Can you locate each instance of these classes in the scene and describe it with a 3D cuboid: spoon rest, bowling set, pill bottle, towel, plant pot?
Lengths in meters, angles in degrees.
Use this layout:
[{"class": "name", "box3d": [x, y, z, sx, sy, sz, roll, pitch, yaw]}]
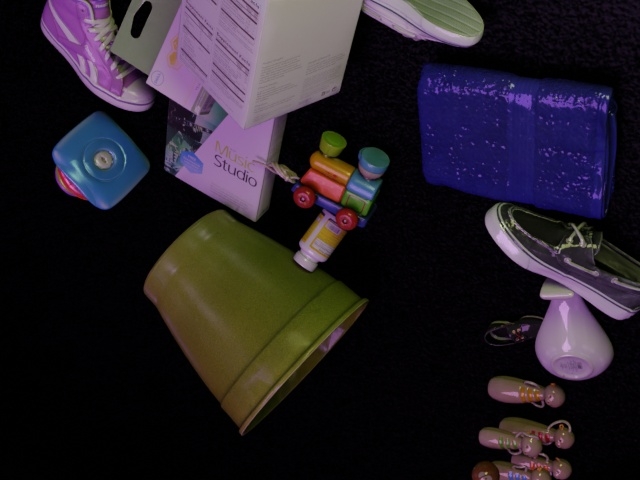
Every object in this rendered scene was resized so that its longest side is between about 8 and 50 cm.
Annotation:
[{"class": "spoon rest", "box3d": [0.436, 0.152, 1.682, 0.137, 0.084, 0.276, -2, 138, 22]}, {"class": "bowling set", "box3d": [0.400, 0.424, 1.876, 0.154, 0.200, 0.287, 3, 132, 35]}, {"class": "pill bottle", "box3d": [0.000, 0.000, 1.845, 0.065, 0.065, 0.116, 37, 97, 4]}, {"class": "towel", "box3d": [0.305, -0.163, 1.494, 0.308, 0.076, 0.228, 14, 131, 27]}, {"class": "plant pot", "box3d": [-0.153, 0.135, 1.939, 0.353, 0.366, 0.366, 43, 142, 8]}]

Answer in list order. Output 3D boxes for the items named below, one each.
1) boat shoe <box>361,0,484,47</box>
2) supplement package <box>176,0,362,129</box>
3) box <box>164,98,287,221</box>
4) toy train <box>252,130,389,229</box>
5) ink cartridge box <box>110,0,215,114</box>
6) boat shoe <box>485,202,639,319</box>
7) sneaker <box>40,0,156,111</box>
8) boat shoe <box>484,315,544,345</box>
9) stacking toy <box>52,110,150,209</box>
[{"class": "boat shoe", "box3d": [0.148, -0.343, 1.452, 0.226, 0.083, 0.076, 38, 153, 22]}, {"class": "supplement package", "box3d": [-0.079, -0.353, 1.477, 0.198, 0.199, 0.263, 47, 145, 25]}, {"class": "box", "box3d": [-0.186, -0.208, 1.850, 0.232, 0.058, 0.322, 29, 138, 13]}, {"class": "toy train", "box3d": [-0.001, -0.138, 1.731, 0.248, 0.105, 0.143, 28, 129, 7]}, {"class": "ink cartridge box", "box3d": [-0.265, -0.354, 1.714, 0.235, 0.056, 0.171, 32, 108, 10]}, {"class": "boat shoe", "box3d": [0.408, 0.016, 1.539, 0.301, 0.108, 0.102, 33, 134, -5]}, {"class": "sneaker", "box3d": [-0.414, -0.380, 1.839, 0.282, 0.102, 0.161, 42, 138, -2]}, {"class": "boat shoe", "box3d": [0.365, 0.170, 1.780, 0.133, 0.042, 0.049, -13, 115, 43]}, {"class": "stacking toy", "box3d": [-0.523, -0.156, 2.122, 0.175, 0.166, 0.302, 50, 155, -17]}]
